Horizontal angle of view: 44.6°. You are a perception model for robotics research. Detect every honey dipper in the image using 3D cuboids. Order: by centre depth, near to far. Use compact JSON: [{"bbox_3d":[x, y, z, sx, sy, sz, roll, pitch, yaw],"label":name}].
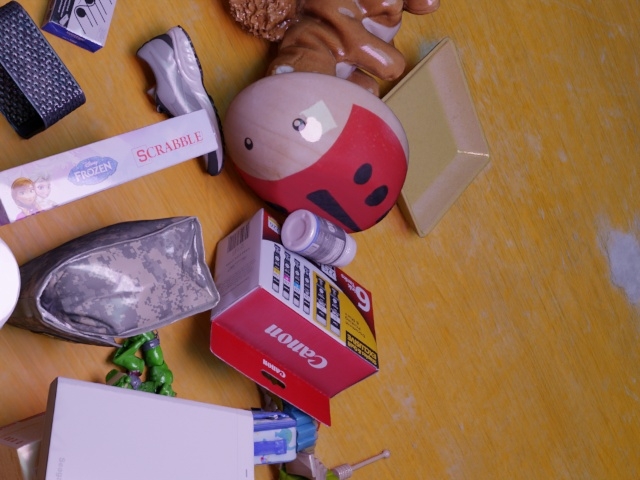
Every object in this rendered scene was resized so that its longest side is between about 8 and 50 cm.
[{"bbox_3d":[0.089,0.465,1.625,0.160,0.030,0.031,-8,91,-40],"label":"honey dipper"}]

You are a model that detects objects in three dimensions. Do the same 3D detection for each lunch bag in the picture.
[{"bbox_3d":[-0.340,0.072,1.188,0.287,0.235,0.169,-20,101,-38],"label":"lunch bag"},{"bbox_3d":[-0.158,0.343,1.345,0.218,0.176,0.090,4,83,-37],"label":"lunch bag"}]

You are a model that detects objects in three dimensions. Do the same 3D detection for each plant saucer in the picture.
[{"bbox_3d":[0.230,-0.231,1.746,0.333,0.081,0.333,-47,125,-33],"label":"plant saucer"}]

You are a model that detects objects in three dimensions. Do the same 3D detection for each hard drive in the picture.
[{"bbox_3d":[-0.234,0.316,1.094,0.307,0.040,0.203,18,51,-31],"label":"hard drive"}]

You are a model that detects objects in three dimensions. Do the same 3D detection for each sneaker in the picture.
[{"bbox_3d":[-0.243,-0.240,1.402,0.108,0.100,0.272,-22,109,-4],"label":"sneaker"}]

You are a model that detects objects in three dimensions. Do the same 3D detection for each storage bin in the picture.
[{"bbox_3d":[-0.461,-0.258,1.197,0.084,0.122,0.180,-46,113,-32],"label":"storage bin"}]

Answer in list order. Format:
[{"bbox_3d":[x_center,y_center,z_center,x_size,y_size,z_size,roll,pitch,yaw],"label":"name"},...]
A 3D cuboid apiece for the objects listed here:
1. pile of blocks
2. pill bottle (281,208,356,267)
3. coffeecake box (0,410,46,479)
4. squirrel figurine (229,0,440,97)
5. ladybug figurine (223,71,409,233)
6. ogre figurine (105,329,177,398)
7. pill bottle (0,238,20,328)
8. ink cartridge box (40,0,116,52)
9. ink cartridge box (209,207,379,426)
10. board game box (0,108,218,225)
[{"bbox_3d":[-0.023,0.370,1.468,0.112,0.149,0.362,-9,91,-38],"label":"pile of blocks"},{"bbox_3d":[0.000,0.000,1.414,0.137,0.078,0.078,25,70,-47],"label":"pill bottle"},{"bbox_3d":[-0.399,0.301,1.150,0.142,0.185,0.068,-16,95,-38],"label":"coffeecake box"},{"bbox_3d":[-0.029,-0.405,1.511,0.397,0.281,0.370,43,71,-11],"label":"squirrel figurine"},{"bbox_3d":[0.008,-0.133,1.422,0.449,0.305,0.162,33,43,-52],"label":"ladybug figurine"},{"bbox_3d":[-0.300,0.240,1.295,0.096,0.197,0.118,-28,121,9],"label":"ogre figurine"},{"bbox_3d":[-0.506,0.060,0.994,0.187,0.334,0.188,4,83,-38],"label":"pill bottle"},{"bbox_3d":[-0.393,-0.434,1.318,0.097,0.046,0.207,20,73,-37],"label":"ink cartridge box"},{"bbox_3d":[-0.042,0.143,1.411,0.309,0.130,0.272,38,30,-30],"label":"ink cartridge box"},{"bbox_3d":[-0.363,-0.092,1.135,0.318,0.318,0.066,-27,102,-37],"label":"board game box"}]
